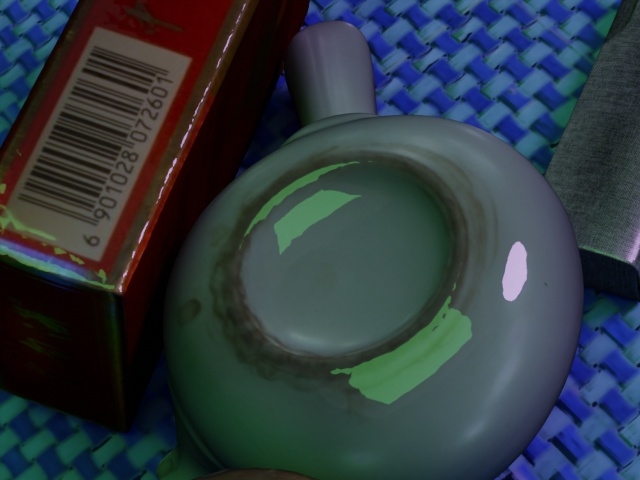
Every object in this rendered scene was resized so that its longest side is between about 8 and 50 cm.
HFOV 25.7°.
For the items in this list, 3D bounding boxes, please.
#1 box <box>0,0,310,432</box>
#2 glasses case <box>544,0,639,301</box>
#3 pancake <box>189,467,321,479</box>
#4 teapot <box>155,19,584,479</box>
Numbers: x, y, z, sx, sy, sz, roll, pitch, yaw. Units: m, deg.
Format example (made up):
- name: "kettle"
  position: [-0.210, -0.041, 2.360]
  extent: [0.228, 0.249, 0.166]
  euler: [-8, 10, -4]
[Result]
- name: "box"
  position: [-0.085, -0.076, 0.762]
  extent: [0.089, 0.197, 0.313]
  euler: [20, 63, 4]
- name: "glasses case"
  position: [0.179, -0.069, 0.783]
  extent: [0.071, 0.047, 0.205]
  euler: [15, 65, 25]
- name: "pancake"
  position: [-0.041, 0.242, 0.559]
  extent: [0.288, 0.033, 0.286]
  euler: [-36, 68, -4]
- name: "teapot"
  position: [0.037, -0.004, 0.723]
  extent: [0.220, 0.149, 0.318]
  euler: [5, 60, 22]
